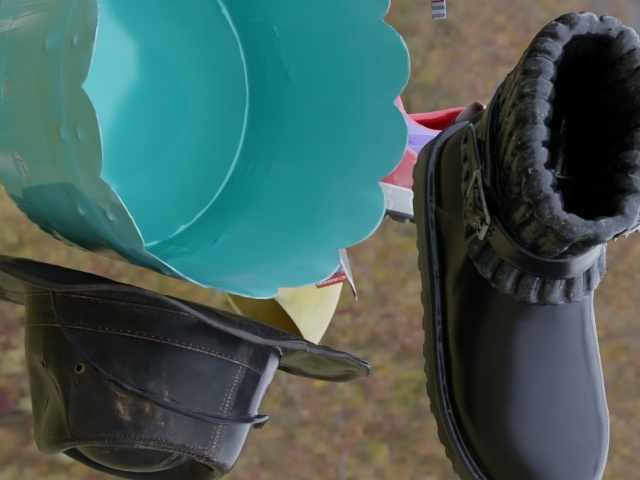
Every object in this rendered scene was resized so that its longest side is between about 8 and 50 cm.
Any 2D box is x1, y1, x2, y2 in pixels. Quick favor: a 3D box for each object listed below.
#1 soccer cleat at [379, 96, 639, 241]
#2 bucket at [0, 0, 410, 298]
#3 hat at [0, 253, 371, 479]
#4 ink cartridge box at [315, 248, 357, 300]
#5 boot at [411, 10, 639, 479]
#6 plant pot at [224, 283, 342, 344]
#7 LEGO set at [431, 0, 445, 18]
[{"bbox_3d":[0.174,-0.068,1.679,0.108,0.318,0.116,30,-68,62],"label":"soccer cleat"},{"bbox_3d":[-0.091,-0.102,1.271,0.281,0.183,0.281,-4,97,-38],"label":"bucket"},{"bbox_3d":[-0.135,0.108,1.330,0.331,0.331,0.134,42,62,-76],"label":"hat"},{"bbox_3d":[0.000,0.000,1.412,0.115,0.029,0.063,68,8,-60],"label":"ink cartridge box"},{"bbox_3d":[0.171,0.032,1.331,0.260,0.131,0.348,143,-65,-65],"label":"boot"},{"bbox_3d":[-0.031,0.050,1.992,0.095,0.134,0.134,-44,142,-21],"label":"plant pot"},{"bbox_3d":[-0.016,-0.302,1.608,0.192,0.331,0.255,76,2,-68],"label":"LEGO set"}]
